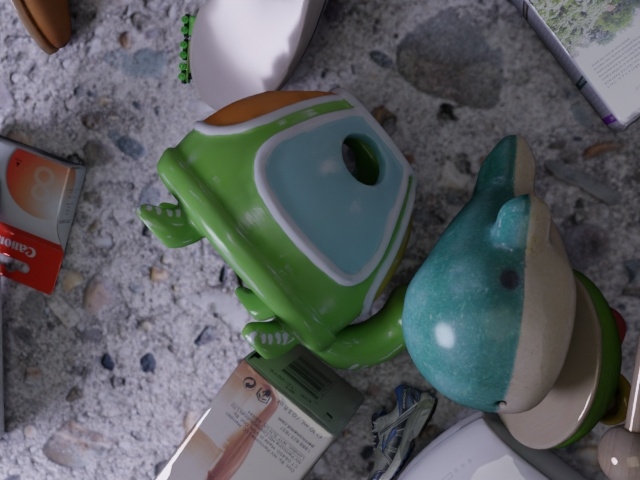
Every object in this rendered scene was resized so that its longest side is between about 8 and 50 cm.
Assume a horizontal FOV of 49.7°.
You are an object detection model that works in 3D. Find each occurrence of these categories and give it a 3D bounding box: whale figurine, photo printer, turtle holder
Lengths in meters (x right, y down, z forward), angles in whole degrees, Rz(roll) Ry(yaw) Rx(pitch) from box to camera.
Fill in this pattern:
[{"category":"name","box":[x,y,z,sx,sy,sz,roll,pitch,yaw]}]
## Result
[{"category":"whale figurine","box":[0.152,0.025,0.659,0.141,0.216,0.272,5,58,5]},{"category":"photo printer","box":[0.210,0.353,0.744,0.308,0.107,0.256,38,102,7]},{"category":"turtle holder","box":[-0.006,-0.008,0.700,0.227,0.243,0.320,-41,77,-3]}]

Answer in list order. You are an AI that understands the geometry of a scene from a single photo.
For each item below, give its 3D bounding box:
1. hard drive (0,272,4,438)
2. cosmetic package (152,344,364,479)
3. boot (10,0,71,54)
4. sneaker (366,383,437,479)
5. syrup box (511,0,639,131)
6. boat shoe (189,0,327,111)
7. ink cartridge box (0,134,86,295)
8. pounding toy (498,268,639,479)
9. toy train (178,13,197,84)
[{"category":"hard drive","box":[-0.463,0.114,0.799,0.047,0.233,0.352,7,103,14]},{"category":"cosmetic package","box":[-0.098,0.266,0.789,0.129,0.153,0.296,38,101,9]},{"category":"boot","box":[-0.263,-0.372,0.808,0.220,0.109,0.283,-9,108,-8]},{"category":"sneaker","box":[0.082,0.227,0.799,0.058,0.052,0.135,30,94,19]},{"category":"syrup box","box":[0.264,-0.229,0.686,0.093,0.096,0.236,-37,86,16]},{"category":"boat shoe","box":[-0.019,-0.289,0.747,0.127,0.158,0.340,41,131,3]},{"category":"ink cartridge box","box":[-0.394,-0.034,0.888,0.146,0.045,0.179,20,97,11]},{"category":"pounding toy","box":[0.272,0.123,0.675,0.110,0.237,0.182,9,92,-16]},{"category":"toy train","box":[-0.156,-0.229,0.828,0.024,0.017,0.083,4,96,2]}]
